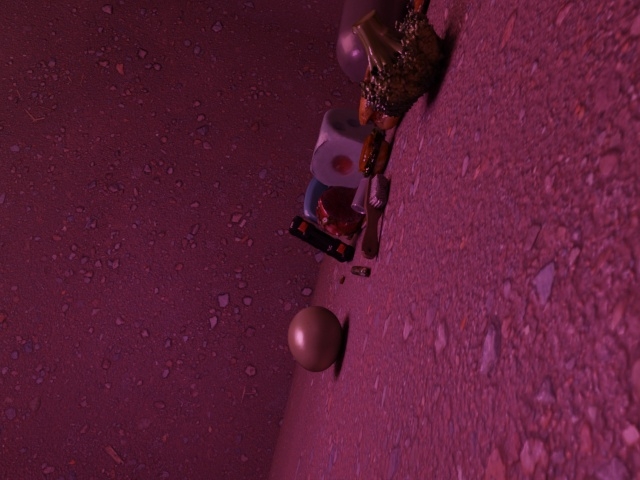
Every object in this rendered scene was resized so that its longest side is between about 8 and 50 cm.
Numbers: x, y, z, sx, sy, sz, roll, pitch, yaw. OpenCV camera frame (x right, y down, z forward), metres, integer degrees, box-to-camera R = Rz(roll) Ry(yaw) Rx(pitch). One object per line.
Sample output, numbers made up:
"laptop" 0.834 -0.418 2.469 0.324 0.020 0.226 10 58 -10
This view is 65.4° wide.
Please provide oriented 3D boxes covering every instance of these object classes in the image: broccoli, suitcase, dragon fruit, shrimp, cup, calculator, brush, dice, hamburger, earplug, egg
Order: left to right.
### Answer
"egg" -0.016 0.333 1.689 0.253 0.189 0.188 -99 22 -57
"suitcase" 0.000 0.000 2.104 0.066 0.286 0.206 -61 2 -7
"calculator" 0.059 -0.172 2.177 0.054 0.256 0.386 -56 13 45
"dragon fruit" 0.088 -0.112 2.023 0.282 0.211 0.147 -43 -12 -39
"dice" 0.114 -0.395 2.157 0.262 0.268 0.264 -76 2 -47
"cup" 0.164 -0.154 1.800 0.116 0.074 0.104 -66 -22 -17
"earplug" 0.221 -0.865 2.124 0.312 0.313 0.394 112 172 -65
"hamburger" 0.200 -0.314 1.824 0.164 0.093 0.189 -97 21 -76
"brush" 0.172 -0.087 1.559 0.065 0.070 0.327 126 160 -52
"hamburger" 0.224 -0.507 1.744 0.244 0.163 0.244 9 -90 -89
"broccoli" 0.212 -0.476 1.317 0.288 0.236 0.259 -86 -14 -53
"shrimp" 0.360 -0.865 1.956 0.290 0.054 0.222 -89 13 -61

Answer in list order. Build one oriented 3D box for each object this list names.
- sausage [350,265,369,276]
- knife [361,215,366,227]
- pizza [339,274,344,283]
"sausage" 0.128 0.100 1.645 0.269 0.033 0.032 150 135 -86
"knife" 0.177 -0.094 1.824 0.256 0.022 0.046 114 167 -71
"pizza" 0.093 0.167 2.135 0.083 0.016 0.037 103 180 -69
